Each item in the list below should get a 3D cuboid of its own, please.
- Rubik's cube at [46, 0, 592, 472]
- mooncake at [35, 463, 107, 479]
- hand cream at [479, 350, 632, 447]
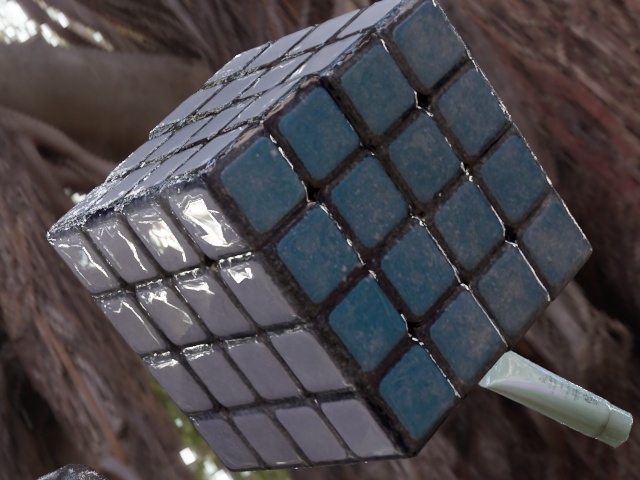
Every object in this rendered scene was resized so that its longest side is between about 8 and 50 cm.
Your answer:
[{"bbox_3d":[0.000,0.000,1.655,0.337,0.344,0.344,-46,-72,-32],"label":"Rubik's cube"},{"bbox_3d":[-0.247,0.354,1.702,0.133,0.245,0.245,-31,-47,10],"label":"mooncake"},{"bbox_3d":[0.287,0.192,2.032,0.205,0.078,0.050,27,-43,-8],"label":"hand cream"}]
